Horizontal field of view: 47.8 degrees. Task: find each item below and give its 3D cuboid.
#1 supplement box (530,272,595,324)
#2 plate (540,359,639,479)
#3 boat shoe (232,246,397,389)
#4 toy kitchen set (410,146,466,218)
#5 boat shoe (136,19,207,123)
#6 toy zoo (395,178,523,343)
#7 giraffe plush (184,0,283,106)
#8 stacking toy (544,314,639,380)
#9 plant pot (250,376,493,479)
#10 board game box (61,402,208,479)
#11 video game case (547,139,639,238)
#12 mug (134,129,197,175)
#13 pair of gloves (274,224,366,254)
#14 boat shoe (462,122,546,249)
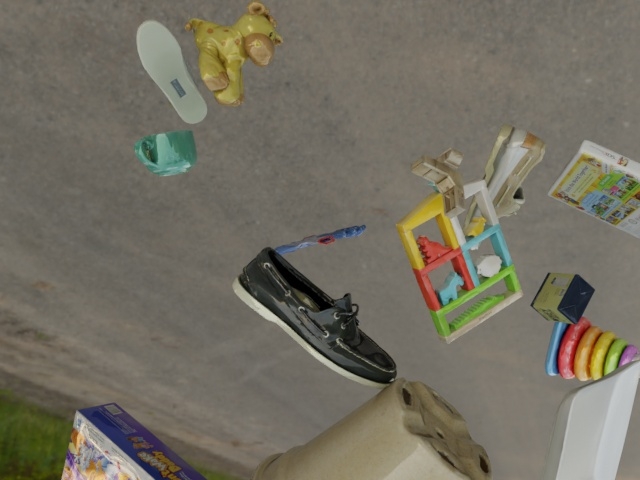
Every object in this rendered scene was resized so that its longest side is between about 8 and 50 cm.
[{"bbox_3d":[0.476,0.113,1.421,0.056,0.083,0.083,38,165,-20],"label":"supplement box"},{"bbox_3d":[0.450,0.349,1.231,0.045,0.277,0.278,20,-163,41],"label":"plate"},{"bbox_3d":[0.008,0.129,1.283,0.340,0.113,0.127,36,-163,12],"label":"boat shoe"},{"bbox_3d":[0.196,-0.094,1.129,0.083,0.075,0.068,22,142,-29],"label":"toy kitchen set"},{"bbox_3d":[-0.300,-0.337,1.433,0.079,0.081,0.227,-30,129,-5],"label":"boat shoe"},{"bbox_3d":[0.254,0.018,1.332,0.192,0.293,0.030,-29,-162,-18],"label":"toy zoo"},{"bbox_3d":[-0.164,-0.401,1.499,0.170,0.210,0.181,-20,-177,7],"label":"giraffe plush"},{"bbox_3d":[0.721,0.293,1.768,0.302,0.165,0.175,16,-171,37],"label":"stacking toy"},{"bbox_3d":[0.103,0.407,1.204,0.334,0.334,0.305,28,113,-38],"label":"plant pot"},{"bbox_3d":[-0.283,0.445,1.141,0.347,0.233,0.078,24,-165,36],"label":"board game box"},{"bbox_3d":[0.475,-0.067,1.123,0.206,0.026,0.227,27,172,11],"label":"video game case"},{"bbox_3d":[-0.379,-0.207,1.758,0.158,0.097,0.129,-12,-175,-23],"label":"mug"},{"bbox_3d":[0.000,0.000,1.528,0.159,0.023,0.198,-10,-176,44],"label":"pair of gloves"},{"bbox_3d":[0.383,-0.096,1.540,0.103,0.113,0.302,22,127,10],"label":"boat shoe"}]
